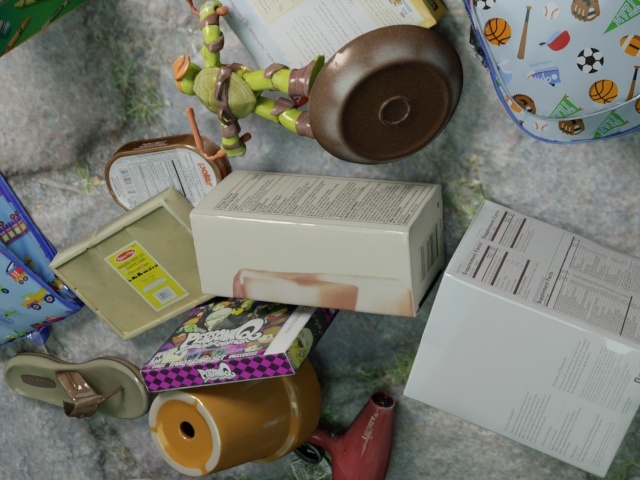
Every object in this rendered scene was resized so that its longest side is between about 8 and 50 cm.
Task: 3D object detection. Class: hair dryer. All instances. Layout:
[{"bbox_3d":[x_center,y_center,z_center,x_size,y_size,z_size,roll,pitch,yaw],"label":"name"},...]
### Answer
[{"bbox_3d":[0.000,0.299,1.826,0.294,0.080,0.223,-28,104,33],"label":"hair dryer"}]

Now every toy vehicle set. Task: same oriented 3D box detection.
[{"bbox_3d":[-0.250,0.039,1.785,0.267,0.035,0.166,-26,115,37],"label":"toy vehicle set"}]

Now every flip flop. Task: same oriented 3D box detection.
[{"bbox_3d":[-0.389,0.238,1.959,0.277,0.080,0.112,7,121,20],"label":"flip flop"}]

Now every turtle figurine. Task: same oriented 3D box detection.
[{"bbox_3d":[-0.098,-0.197,1.520,0.217,0.087,0.269,11,125,22],"label":"turtle figurine"}]

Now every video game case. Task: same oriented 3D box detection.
[{"bbox_3d":[-0.100,0.125,1.688,0.232,0.210,0.041,-10,113,29],"label":"video game case"}]

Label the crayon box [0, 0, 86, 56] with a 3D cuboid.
[{"bbox_3d":[-0.402,-0.322,1.517,0.165,0.278,0.081,23,126,10],"label":"crayon box"}]

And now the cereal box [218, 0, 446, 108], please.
[{"bbox_3d":[0.008,-0.282,1.503,0.240,0.047,0.173,-27,105,35],"label":"cereal box"}]

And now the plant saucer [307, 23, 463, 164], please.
[{"bbox_3d":[0.084,-0.162,1.476,0.199,0.036,0.198,-11,132,-13],"label":"plant saucer"}]

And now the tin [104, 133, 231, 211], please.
[{"bbox_3d":[-0.214,-0.088,1.722,0.190,0.040,0.106,-6,120,26],"label":"tin"}]

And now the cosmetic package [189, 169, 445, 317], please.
[{"bbox_3d":[0.000,0.000,1.609,0.296,0.153,0.129,6,119,22],"label":"cosmetic package"}]

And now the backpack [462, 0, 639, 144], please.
[{"bbox_3d":[0.283,-0.237,1.324,0.277,0.213,0.263,-13,123,26],"label":"backpack"}]

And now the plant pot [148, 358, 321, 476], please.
[{"bbox_3d":[-0.133,0.238,1.751,0.205,0.188,0.205,11,111,31],"label":"plant pot"}]

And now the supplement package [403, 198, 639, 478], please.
[{"bbox_3d":[0.273,0.115,1.527,0.263,0.198,0.199,22,125,10],"label":"supplement package"}]

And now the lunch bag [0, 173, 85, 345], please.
[{"bbox_3d":[-0.512,0.053,1.890,0.221,0.138,0.293,-24,116,30],"label":"lunch bag"}]

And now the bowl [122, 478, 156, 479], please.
[{"bbox_3d":[-0.265,0.491,2.020,0.298,0.134,0.297,11,122,17],"label":"bowl"}]
